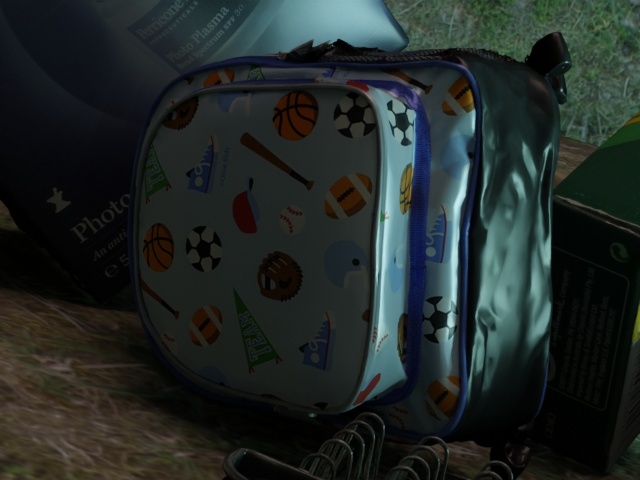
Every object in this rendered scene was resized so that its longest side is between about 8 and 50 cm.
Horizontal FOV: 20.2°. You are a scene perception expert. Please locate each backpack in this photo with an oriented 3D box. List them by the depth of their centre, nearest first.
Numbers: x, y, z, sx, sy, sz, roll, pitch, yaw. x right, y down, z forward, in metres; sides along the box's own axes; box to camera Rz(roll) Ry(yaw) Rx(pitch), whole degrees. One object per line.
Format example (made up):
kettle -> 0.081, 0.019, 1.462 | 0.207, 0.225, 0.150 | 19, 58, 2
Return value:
backpack -> 0.000, 0.000, 1.110 | 0.263, 0.276, 0.213 | 5, -2, 42

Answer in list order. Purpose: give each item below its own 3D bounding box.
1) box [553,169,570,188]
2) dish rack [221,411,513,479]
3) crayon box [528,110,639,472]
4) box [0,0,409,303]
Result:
box -> 0.304, 0.047, 1.612 | 0.148, 0.121, 0.311 | 14, 13, -24
dish rack -> 0.073, 0.153, 0.914 | 0.208, 0.074, 0.271 | 22, 12, 14
crayon box -> 0.259, -0.005, 1.300 | 0.083, 0.203, 0.323 | 24, 40, 27
box -> -0.150, -0.171, 1.250 | 0.294, 0.296, 0.183 | 54, -10, -32
